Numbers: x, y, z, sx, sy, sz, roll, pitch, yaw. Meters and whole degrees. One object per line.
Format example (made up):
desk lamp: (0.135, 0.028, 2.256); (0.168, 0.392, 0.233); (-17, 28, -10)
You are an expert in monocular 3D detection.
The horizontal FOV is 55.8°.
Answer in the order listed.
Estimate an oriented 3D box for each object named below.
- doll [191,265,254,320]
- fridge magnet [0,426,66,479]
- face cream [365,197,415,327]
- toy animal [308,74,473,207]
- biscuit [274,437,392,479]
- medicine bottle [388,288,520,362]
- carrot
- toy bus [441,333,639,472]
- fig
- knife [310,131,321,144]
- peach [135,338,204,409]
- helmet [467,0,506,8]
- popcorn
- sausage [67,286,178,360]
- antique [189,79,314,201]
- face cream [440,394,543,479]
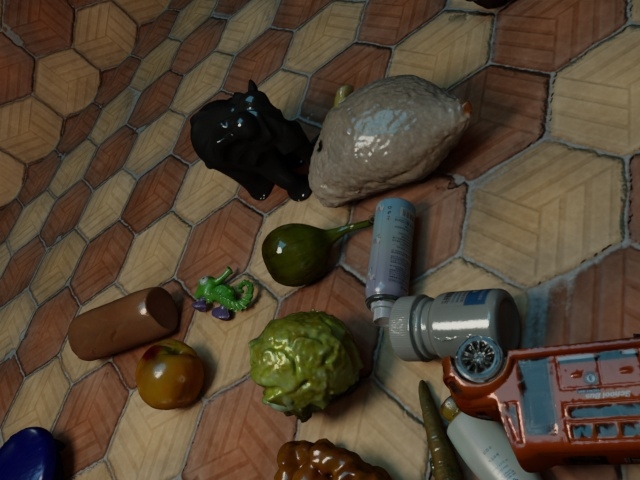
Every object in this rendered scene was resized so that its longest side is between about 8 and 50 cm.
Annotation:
doll: (-0.209, 0.112, 1.301); (0.190, 0.050, 0.115); (14, 77, 45)
fridge magnet: (-0.668, 0.546, 1.333); (0.265, 0.112, 0.265); (-24, 46, 28)
face cream: (0.120, 0.038, 1.044); (0.075, 0.075, 0.229); (-14, 51, 34)
toy animal: (0.120, -0.205, 1.142); (0.358, 0.188, 0.226); (-14, 57, 33)
biscuit: (-0.004, 0.447, 0.820); (0.318, 0.110, 0.312); (23, 78, 48)
medicine bottle: (0.196, 0.126, 0.887); (0.168, 0.105, 0.105); (-10, 54, 37)
carrot: (0.167, 0.299, 0.831); (0.049, 0.049, 0.254); (-32, 38, 20)
toy bus: (0.311, 0.183, 0.692); (0.329, 0.143, 0.153); (-11, 60, 24)
fig: (0.000, 0.000, 1.157); (0.236, 0.124, 0.124); (-27, 44, 10)
knife: (0.059, -0.284, 1.386); (0.230, 0.028, 0.060); (-36, 30, 20)
peach: (-0.305, 0.270, 1.210); (0.138, 0.138, 0.138); (-23, 47, 28)
helmet: (0.363, -0.525, 1.256); (0.123, 0.070, 0.098); (-52, 34, 7)
popcorn: (-0.029, 0.209, 0.991); (0.198, 0.198, 0.212); (49, 123, 49)
sausage: (-0.468, 0.198, 1.411); (0.304, 0.121, 0.121); (-21, 48, 28)
antique: (-0.154, -0.214, 1.346); (0.322, 0.255, 0.185); (6, 62, 42)
face cream: (0.224, 0.277, 0.788); (0.072, 0.051, 0.182); (-43, 42, 4)
